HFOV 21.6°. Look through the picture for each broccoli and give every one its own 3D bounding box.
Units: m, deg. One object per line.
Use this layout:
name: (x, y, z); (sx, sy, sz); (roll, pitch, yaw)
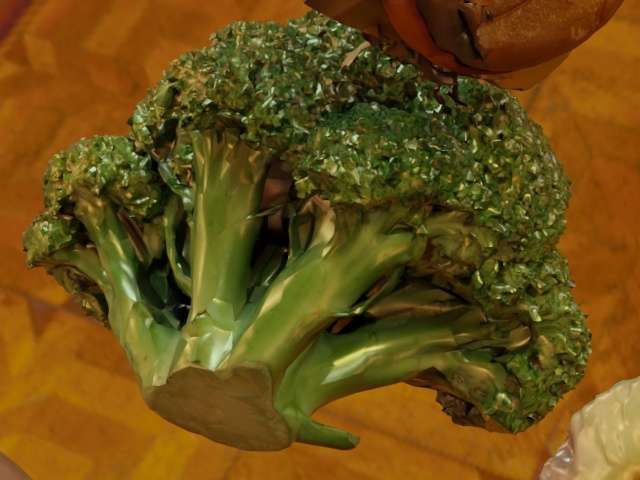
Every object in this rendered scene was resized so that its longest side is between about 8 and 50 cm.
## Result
broccoli: (0.001, -0.005, 1.178); (0.413, 0.321, 0.310); (22, 22, 7)

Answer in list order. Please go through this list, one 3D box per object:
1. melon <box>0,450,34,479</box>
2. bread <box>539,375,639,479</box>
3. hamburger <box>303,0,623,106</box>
melon: (-0.261, 0.177, 0.796); (0.316, 0.223, 0.223); (16, 54, -19)
bread: (0.229, 0.163, 0.659); (0.155, 0.338, 0.187); (-16, 68, 44)
hamburger: (0.090, -0.201, 0.961); (0.138, 0.243, 0.262); (41, 104, 42)
